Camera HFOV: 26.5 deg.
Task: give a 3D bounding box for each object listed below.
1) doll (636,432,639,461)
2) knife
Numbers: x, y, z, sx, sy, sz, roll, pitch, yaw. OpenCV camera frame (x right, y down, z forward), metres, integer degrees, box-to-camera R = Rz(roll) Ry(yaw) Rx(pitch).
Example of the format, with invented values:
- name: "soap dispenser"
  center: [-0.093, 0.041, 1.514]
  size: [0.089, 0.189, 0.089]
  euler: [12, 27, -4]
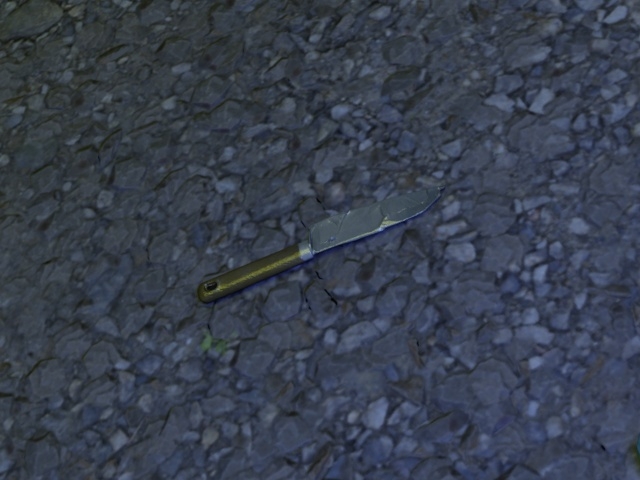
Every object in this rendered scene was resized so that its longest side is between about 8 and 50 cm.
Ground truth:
- name: "doll"
  center: [0.314, 0.237, 1.165]
  size: [0.159, 0.059, 0.158]
  euler: [-38, 49, -6]
- name: "knife"
  center: [-0.001, -0.002, 1.494]
  size: [0.298, 0.017, 0.047]
  euler: [-22, 46, 9]
